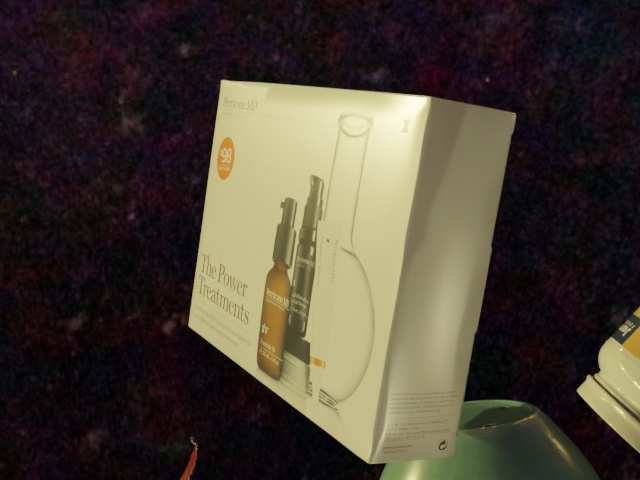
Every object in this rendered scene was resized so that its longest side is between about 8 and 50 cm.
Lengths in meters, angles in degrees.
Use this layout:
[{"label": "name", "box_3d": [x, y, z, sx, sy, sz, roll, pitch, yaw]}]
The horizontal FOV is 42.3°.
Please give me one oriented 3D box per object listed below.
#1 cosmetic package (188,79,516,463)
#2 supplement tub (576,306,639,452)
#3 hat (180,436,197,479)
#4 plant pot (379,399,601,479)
[{"label": "cosmetic package", "box_3d": [0.000, 0.000, 0.785, 0.097, 0.284, 0.377, 6, 8, -32]}, {"label": "supplement tub", "box_3d": [0.544, 0.167, 1.168, 0.316, 0.228, 0.228, -48, 60, 7]}, {"label": "hat", "box_3d": [-0.170, 0.281, 0.698, 0.208, 0.173, 0.183, -10, 69, 10]}, {"label": "plant pot", "box_3d": [0.178, 0.281, 0.880, 0.290, 0.290, 0.195, -7, 91, -13]}]
